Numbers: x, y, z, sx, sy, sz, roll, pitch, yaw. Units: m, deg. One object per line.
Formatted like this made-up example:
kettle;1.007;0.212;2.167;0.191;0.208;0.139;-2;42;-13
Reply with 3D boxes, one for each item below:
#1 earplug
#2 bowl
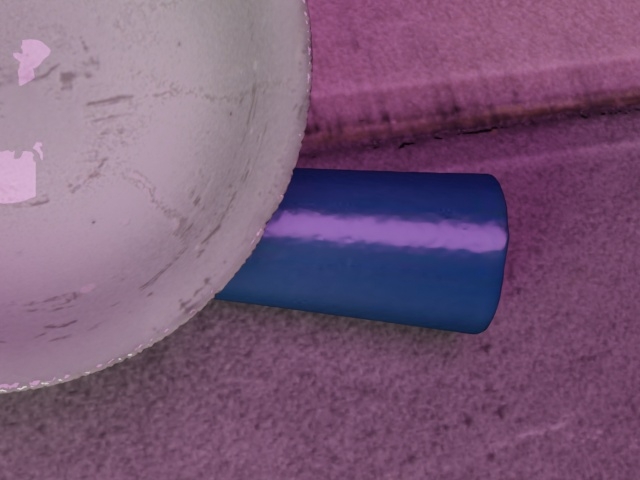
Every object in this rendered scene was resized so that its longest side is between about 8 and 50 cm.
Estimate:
earplug;0.000;0.000;0.970;0.273;0.132;0.132;5;67;-9
bowl;-0.229;-0.120;0.871;0.435;0.196;0.435;-1;95;-6
